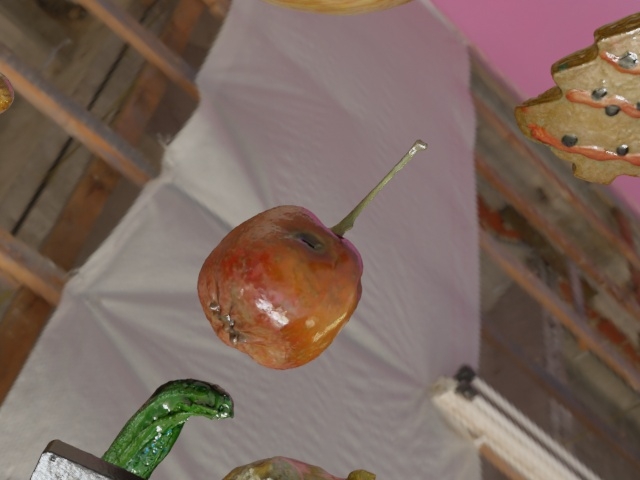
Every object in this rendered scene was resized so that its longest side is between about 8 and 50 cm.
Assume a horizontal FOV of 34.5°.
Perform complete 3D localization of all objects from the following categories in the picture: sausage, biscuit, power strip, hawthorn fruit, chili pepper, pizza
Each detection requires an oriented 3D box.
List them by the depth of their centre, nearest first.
[{"bbox_3d":[0.177,-0.081,0.585,0.119,0.130,0.019,13,-134,-1],"label":"biscuit"},{"bbox_3d":[-0.159,0.187,0.766,0.111,0.038,0.029,27,-170,-6],"label":"power strip"},{"bbox_3d":[0.000,0.000,1.054,0.165,0.165,0.285,46,-112,-13],"label":"hawthorn fruit"},{"bbox_3d":[-0.381,-0.164,1.143,0.062,0.183,0.054,0,-82,-27],"label":"sausage"},{"bbox_3d":[-0.215,0.262,1.258,0.065,0.279,0.122,41,-173,-22],"label":"chili pepper"},{"bbox_3d":[-0.034,0.381,1.474,0.435,0.392,0.080,26,-124,-42],"label":"pizza"}]

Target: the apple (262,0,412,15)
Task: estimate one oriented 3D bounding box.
[{"bbox_3d":[0.007,-0.230,0.563,0.188,0.211,0.211,23,-161,26],"label":"apple"}]
